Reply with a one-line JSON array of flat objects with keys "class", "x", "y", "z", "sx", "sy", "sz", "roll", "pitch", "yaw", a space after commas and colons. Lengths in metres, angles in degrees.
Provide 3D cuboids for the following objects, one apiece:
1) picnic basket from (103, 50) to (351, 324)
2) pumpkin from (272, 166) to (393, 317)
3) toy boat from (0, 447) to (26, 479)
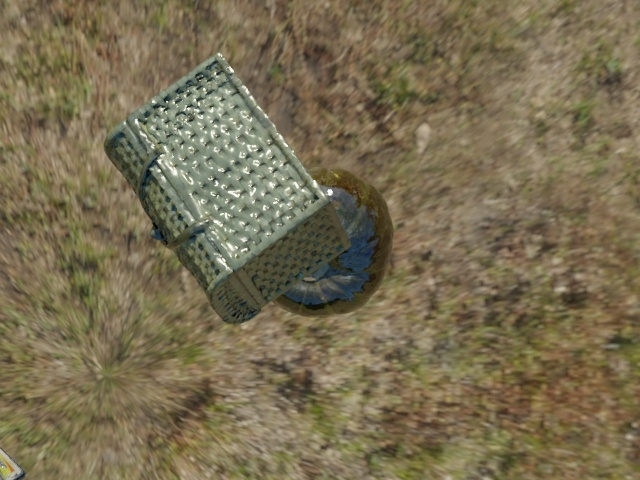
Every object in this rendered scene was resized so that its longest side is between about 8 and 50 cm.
[{"class": "picnic basket", "x": -0.093, "y": -0.042, "z": 1.368, "sx": 0.154, "sy": 0.134, "sz": 0.196, "roll": -35, "pitch": 71, "yaw": -3}, {"class": "pumpkin", "x": 0.000, "y": 0.000, "z": 1.980, "sx": 0.219, "sy": 0.162, "sz": 0.218, "roll": 1, "pitch": 112, "yaw": 2}, {"class": "toy boat", "x": -0.467, "y": 0.257, "z": 1.825, "sx": 0.210, "sy": 0.066, "sz": 0.084, "roll": 46, "pitch": 57, "yaw": 8}]
